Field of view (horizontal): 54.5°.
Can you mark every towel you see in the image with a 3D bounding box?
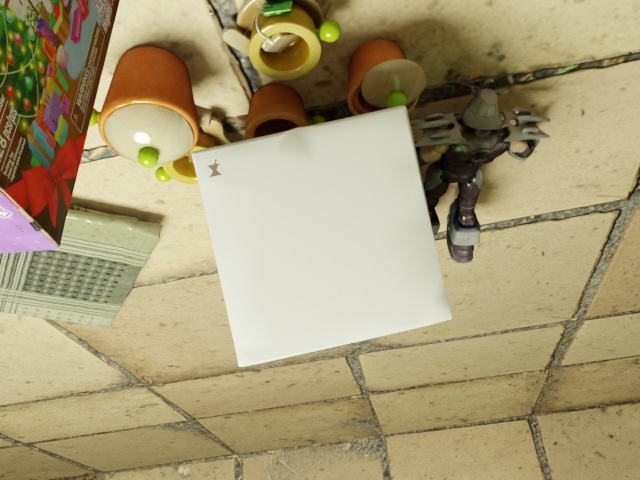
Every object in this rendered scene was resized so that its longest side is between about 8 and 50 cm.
[{"bbox_3d":[-0.423,0.024,0.903,0.324,0.056,0.312,14,141,-27],"label":"towel"}]

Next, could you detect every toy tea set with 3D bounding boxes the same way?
[{"bbox_3d":[-0.063,-0.127,0.630,0.335,0.124,0.200,-17,147,18],"label":"toy tea set"}]

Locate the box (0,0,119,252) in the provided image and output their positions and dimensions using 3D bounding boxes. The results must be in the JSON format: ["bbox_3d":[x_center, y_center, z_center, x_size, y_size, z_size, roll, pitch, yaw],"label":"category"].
[{"bbox_3d":[-0.201,-0.166,0.376,0.057,0.294,0.201,-5,150,8],"label":"box"}]

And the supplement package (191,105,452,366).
[{"bbox_3d":[0.000,0.000,0.671,0.199,0.198,0.263,-12,178,-1],"label":"supplement package"}]

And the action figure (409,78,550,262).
[{"bbox_3d":[0.167,-0.088,0.773,0.185,0.099,0.285,4,145,-3],"label":"action figure"}]
